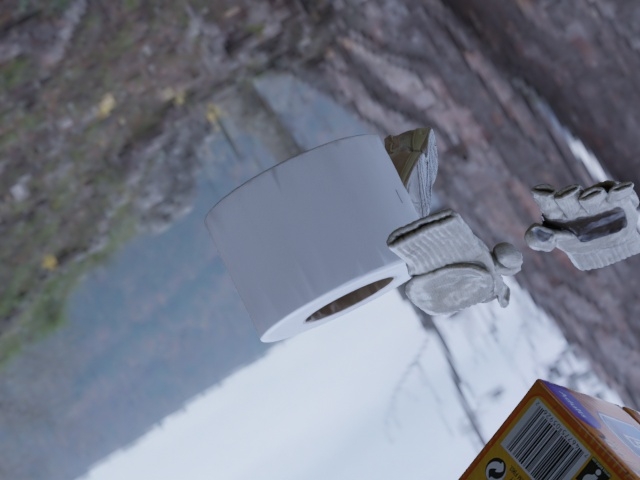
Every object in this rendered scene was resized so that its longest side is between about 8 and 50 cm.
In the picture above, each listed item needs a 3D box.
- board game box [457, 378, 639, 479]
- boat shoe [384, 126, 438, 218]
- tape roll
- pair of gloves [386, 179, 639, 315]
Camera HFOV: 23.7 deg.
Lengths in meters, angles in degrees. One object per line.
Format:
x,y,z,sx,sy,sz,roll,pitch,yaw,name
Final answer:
0.326,0.422,1.642,0.356,0.356,0.356,22,110,-47,board game box
0.125,-0.103,2.451,0.098,0.109,0.302,-4,-157,12,boat shoe
0.000,0.000,1.889,0.246,0.169,0.246,-25,170,-5,tape roll
0.194,0.011,1.470,0.240,0.042,0.204,-17,153,7,pair of gloves
